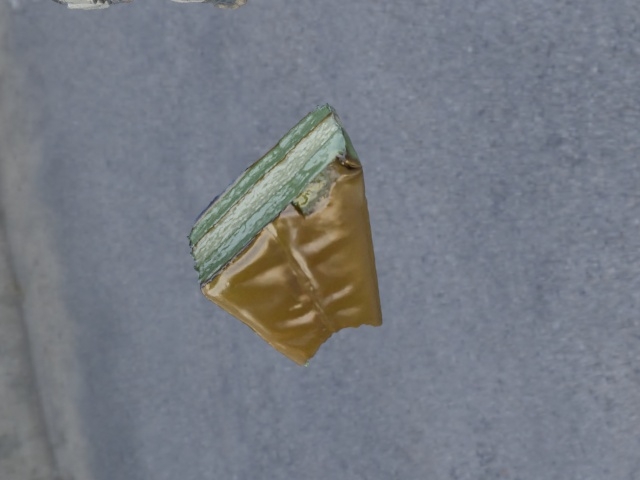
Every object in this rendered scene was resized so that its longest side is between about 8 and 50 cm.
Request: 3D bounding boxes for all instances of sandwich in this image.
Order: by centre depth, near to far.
[{"bbox_3d":[0.000,0.000,1.099,0.227,0.198,0.155,-43,29,11],"label":"sandwich"}]

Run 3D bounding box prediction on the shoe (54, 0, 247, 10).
[{"bbox_3d":[-0.106,-0.166,0.513,0.180,0.092,0.089,26,125,53],"label":"shoe"}]
